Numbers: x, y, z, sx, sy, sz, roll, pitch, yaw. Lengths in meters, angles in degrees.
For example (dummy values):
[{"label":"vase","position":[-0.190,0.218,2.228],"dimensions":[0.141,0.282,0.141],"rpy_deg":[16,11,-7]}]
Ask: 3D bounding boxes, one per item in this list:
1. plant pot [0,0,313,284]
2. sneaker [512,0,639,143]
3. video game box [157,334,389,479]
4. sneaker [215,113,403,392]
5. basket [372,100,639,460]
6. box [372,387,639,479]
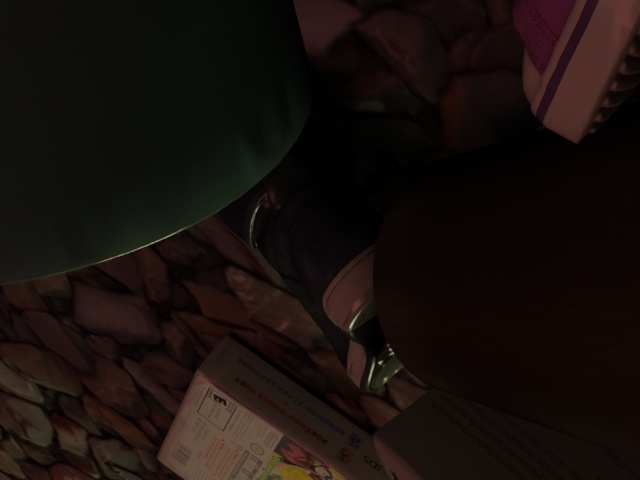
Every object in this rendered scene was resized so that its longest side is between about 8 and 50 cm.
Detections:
[{"label":"plant pot","position":[-0.159,-0.156,0.743],"dimensions":[0.293,0.293,0.235],"rpy_deg":[17,130,31]},{"label":"sneaker","position":[0.091,-0.174,0.629],"dimensions":[0.161,0.102,0.282],"rpy_deg":[31,139,18]},{"label":"video game box","position":[-0.029,0.178,1.287],"dimensions":[0.187,0.048,0.205],"rpy_deg":[37,151,4]},{"label":"sneaker","position":[0.001,-0.001,0.977],"dimensions":[0.163,0.086,0.226],"rpy_deg":[47,172,19]},{"label":"basket","position":[0.143,0.018,0.781],"dimensions":[0.227,0.154,0.204],"rpy_deg":[3,108,53]},{"label":"box","position":[0.148,0.181,0.973],"dimensions":[0.181,0.119,0.182],"rpy_deg":[38,160,49]}]
